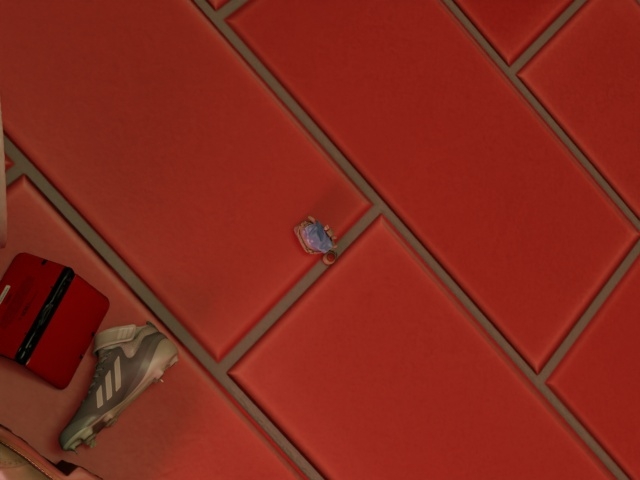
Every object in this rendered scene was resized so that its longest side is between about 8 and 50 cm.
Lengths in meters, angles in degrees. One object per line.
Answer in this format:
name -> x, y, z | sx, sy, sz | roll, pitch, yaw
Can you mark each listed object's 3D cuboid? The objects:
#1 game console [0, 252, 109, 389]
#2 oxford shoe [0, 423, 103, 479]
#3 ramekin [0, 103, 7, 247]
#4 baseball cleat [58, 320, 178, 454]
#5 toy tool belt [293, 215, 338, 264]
game console -> -0.376, 0.107, 1.346 | 0.124, 0.085, 0.144 | 17, 64, 13
oxford shoe -> -0.399, 0.296, 1.220 | 0.348, 0.123, 0.130 | 32, 70, -13
ramekin -> -0.464, -0.125, 1.230 | 0.135, 0.277, 0.277 | -3, 76, -19
baseball cleat -> -0.289, 0.189, 1.344 | 0.109, 0.072, 0.206 | 44, 56, 7
toy tool belt -> 0.000, 0.000, 1.540 | 0.083, 0.051, 0.052 | 50, 61, -6
